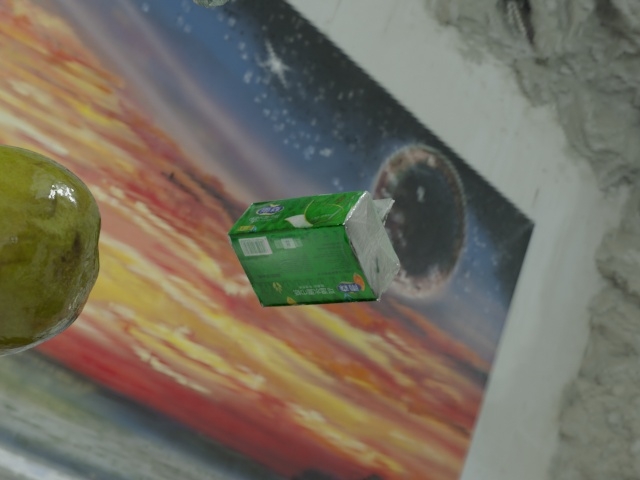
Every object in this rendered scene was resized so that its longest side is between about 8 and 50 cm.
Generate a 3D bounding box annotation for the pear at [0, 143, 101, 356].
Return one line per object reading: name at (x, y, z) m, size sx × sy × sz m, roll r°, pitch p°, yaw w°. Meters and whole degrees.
pear at (-0.283, 0.008, 0.953) m, size 0.200 × 0.200 × 0.200 m, roll 18°, pitch -20°, yaw 7°

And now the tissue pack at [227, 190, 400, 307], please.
tissue pack at (0.002, 0.001, 1.639) m, size 0.209 × 0.156 × 0.148 m, roll -6°, pitch -61°, yaw 32°

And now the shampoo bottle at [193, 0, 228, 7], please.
shampoo bottle at (-0.144, -0.385, 1.298) m, size 0.072 × 0.049 × 0.212 m, roll 26°, pitch -45°, yaw 39°
